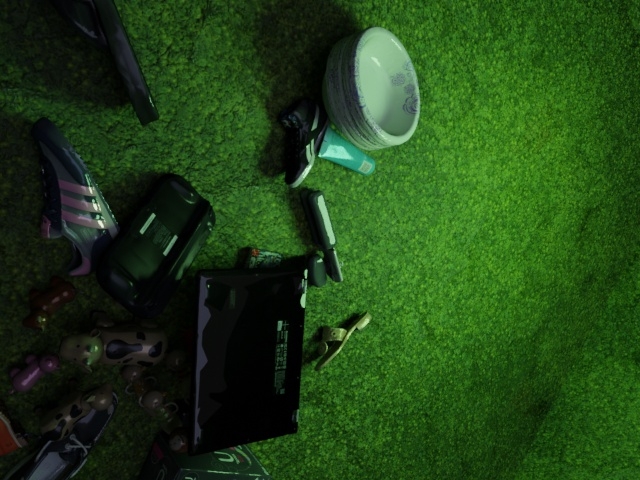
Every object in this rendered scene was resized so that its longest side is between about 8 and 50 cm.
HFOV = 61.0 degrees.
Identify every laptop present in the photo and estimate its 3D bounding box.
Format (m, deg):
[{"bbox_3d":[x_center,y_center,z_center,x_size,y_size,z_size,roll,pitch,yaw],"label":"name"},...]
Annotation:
[{"bbox_3d":[-0.151,0.238,1.279,0.408,0.236,0.381,0,95,-36],"label":"laptop"}]

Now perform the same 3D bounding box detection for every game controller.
[{"bbox_3d":[-0.336,0.004,1.148,0.166,0.067,0.319,44,48,-25],"label":"game controller"}]

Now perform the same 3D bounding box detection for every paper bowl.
[{"bbox_3d":[0.115,-0.366,1.345,0.284,0.148,0.284,7,81,-47],"label":"paper bowl"}]

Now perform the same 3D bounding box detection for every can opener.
[{"bbox_3d":[0.000,0.000,1.446,0.093,0.074,0.280,-26,117,-29],"label":"can opener"}]

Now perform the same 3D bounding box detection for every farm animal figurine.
[{"bbox_3d":[-0.461,0.238,1.125,0.327,0.172,0.330,-9,109,-34],"label":"farm animal figurine"}]

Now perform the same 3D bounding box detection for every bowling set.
[{"bbox_3d":[-0.304,0.344,1.202,0.287,0.200,0.154,-22,117,2],"label":"bowling set"}]

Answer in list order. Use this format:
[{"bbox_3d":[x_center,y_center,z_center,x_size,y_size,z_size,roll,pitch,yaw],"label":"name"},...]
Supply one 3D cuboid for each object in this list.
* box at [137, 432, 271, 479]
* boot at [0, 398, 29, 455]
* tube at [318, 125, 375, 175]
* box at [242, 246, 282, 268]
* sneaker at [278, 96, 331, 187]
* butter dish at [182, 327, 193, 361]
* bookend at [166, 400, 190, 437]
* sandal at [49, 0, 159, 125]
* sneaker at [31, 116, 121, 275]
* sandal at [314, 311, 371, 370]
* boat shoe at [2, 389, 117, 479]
[{"bbox_3d":[-0.288,0.598,1.361,0.270,0.165,0.143,24,89,-38],"label":"box"},{"bbox_3d":[-0.667,0.376,1.097,0.085,0.059,0.158,-25,118,-22],"label":"boot"},{"bbox_3d":[0.068,-0.223,1.412,0.207,0.052,0.080,19,82,-52],"label":"tube"},{"bbox_3d":[-0.158,0.090,1.391,0.094,0.027,0.137,11,97,-36],"label":"box"},{"bbox_3d":[-0.066,-0.248,1.332,0.121,0.079,0.216,31,77,-34],"label":"sneaker"},{"bbox_3d":[-0.235,0.244,1.333,0.160,0.118,0.159,-6,121,8],"label":"butter dish"},{"bbox_3d":[-0.295,0.411,1.360,0.157,0.072,0.156,6,99,-36],"label":"bookend"},{"bbox_3d":[-0.424,-0.413,0.980,0.107,0.167,0.445,-22,116,-9],"label":"sandal"},{"bbox_3d":[-0.495,-0.072,1.051,0.131,0.112,0.319,-33,119,-27],"label":"sneaker"},{"bbox_3d":[0.043,0.268,1.572,0.240,0.088,0.079,-39,91,-28],"label":"sandal"},{"bbox_3d":[-0.553,0.462,1.179,0.302,0.091,0.114,-51,126,-12],"label":"boat shoe"}]
